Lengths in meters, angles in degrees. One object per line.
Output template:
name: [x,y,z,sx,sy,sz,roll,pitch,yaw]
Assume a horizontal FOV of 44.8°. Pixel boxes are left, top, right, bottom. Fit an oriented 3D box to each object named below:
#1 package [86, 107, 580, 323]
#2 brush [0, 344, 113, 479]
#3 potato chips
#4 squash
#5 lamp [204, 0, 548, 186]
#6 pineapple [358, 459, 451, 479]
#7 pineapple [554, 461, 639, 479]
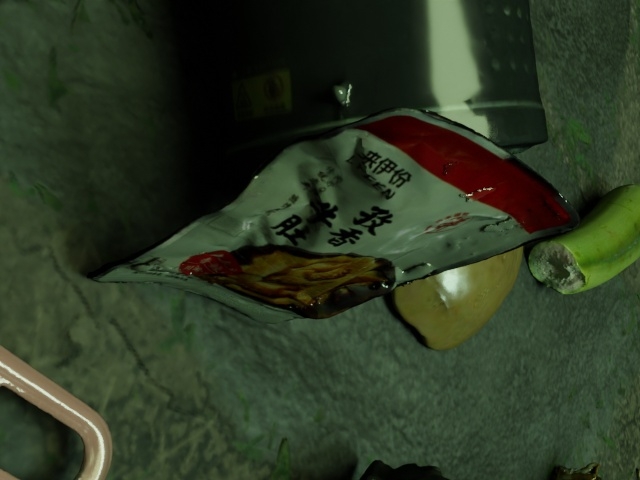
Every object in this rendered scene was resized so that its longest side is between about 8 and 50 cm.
package: [0.000,0.000,0.427,0.154,0.239,0.030,22,53,-43]
brush: [-0.188,0.062,0.358,0.233,0.047,0.103,47,54,-34]
potato chips: [0.134,-0.004,0.698,0.208,0.062,0.195,-15,94,-44]
squash: [0.323,-0.002,0.889,0.250,0.083,0.083,-25,104,-42]
lamp: [0.025,-0.138,0.484,0.374,0.205,0.272,22,66,-55]
pineapple: [0.099,0.271,0.547,0.357,0.223,0.223,40,57,-16]
pineapple: [0.274,0.324,0.747,0.186,0.236,0.114,-31,112,-3]
